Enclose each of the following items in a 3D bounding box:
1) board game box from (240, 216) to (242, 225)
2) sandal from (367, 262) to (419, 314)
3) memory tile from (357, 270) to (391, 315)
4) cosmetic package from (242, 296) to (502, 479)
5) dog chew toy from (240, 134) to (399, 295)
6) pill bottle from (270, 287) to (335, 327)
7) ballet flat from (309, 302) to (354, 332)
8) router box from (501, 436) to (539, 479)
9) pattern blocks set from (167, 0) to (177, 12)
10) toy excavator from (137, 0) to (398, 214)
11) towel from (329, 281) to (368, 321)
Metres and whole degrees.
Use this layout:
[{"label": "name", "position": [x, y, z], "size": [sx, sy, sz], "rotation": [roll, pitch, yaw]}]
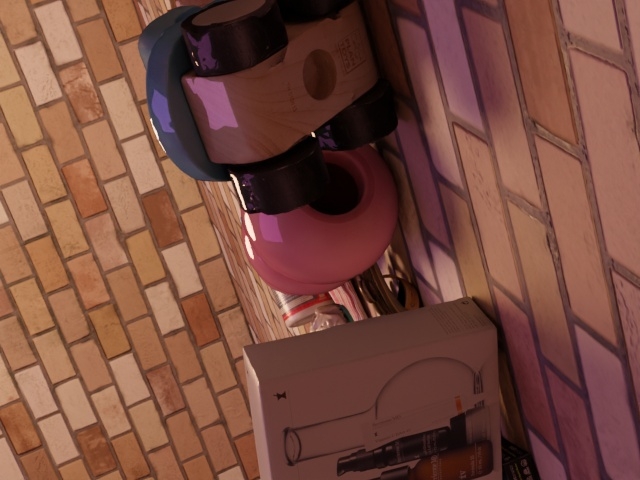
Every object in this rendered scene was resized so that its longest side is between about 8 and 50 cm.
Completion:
[{"label": "board game box", "position": [-0.154, -0.242, 2.097], "size": [0.390, 0.050, 0.390], "rotation": [-99, -4, -50]}, {"label": "sandal", "position": [0.120, 0.090, 1.686], "size": [0.180, 0.049, 0.072], "rotation": [54, 177, -6]}, {"label": "memory tile", "position": [0.082, 0.075, 1.760], "size": [0.148, 0.012, 0.113], "rotation": [49, -163, -45]}, {"label": "cosmetic package", "position": [0.072, 0.277, 1.449], "size": [0.097, 0.284, 0.377], "rotation": [-121, 22, -63]}, {"label": "dog chew toy", "position": [-0.017, -0.018, 1.631], "size": [0.207, 0.206, 0.332], "rotation": [66, 162, 13]}, {"label": "pill bottle", "position": [-0.051, 0.069, 2.352], "size": [0.108, 0.108, 0.180], "rotation": [109, 138, -75]}, {"label": "ballet flat", "position": [0.066, 0.281, 1.641], "size": [0.409, 0.147, 0.147], "rotation": [61, 169, 9]}, {"label": "router box", "position": [0.239, 0.301, 1.512], "size": [0.122, 0.038, 0.092], "rotation": [-170, 60, -78]}, {"label": "pattern blocks set", "position": [-0.208, -0.294, 1.958], "size": [0.285, 0.026, 0.325], "rotation": [-24, -77, -89]}, {"label": "toy excavator", "position": [-0.111, -0.235, 1.494], "size": [0.445, 0.433, 0.222], "rotation": [6, 125, 40]}, {"label": "towel", "position": [0.040, 0.110, 2.155], "size": [0.144, 0.029, 0.197], "rotation": [65, 171, -8]}]
